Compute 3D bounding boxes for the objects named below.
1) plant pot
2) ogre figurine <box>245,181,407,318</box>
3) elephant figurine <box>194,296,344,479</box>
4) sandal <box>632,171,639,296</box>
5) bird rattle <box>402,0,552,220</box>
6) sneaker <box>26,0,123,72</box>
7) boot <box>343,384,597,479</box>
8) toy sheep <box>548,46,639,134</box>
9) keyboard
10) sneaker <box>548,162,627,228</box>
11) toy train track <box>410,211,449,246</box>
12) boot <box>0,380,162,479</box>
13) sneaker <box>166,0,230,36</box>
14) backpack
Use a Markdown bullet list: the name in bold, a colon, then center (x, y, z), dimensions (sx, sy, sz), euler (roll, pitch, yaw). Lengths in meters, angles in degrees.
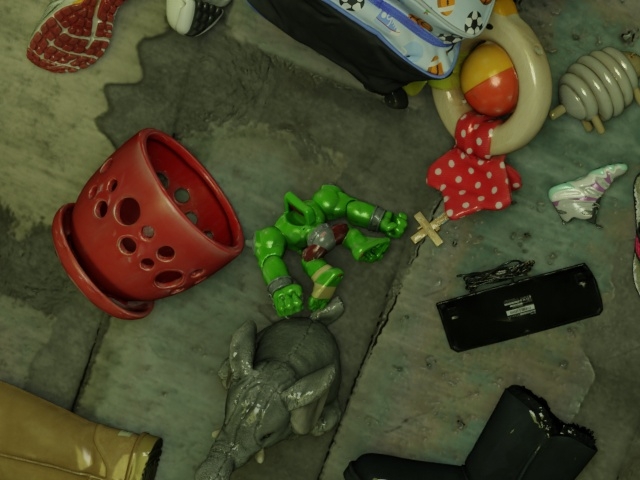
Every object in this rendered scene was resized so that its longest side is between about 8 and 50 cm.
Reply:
- **plant pot**: center (-0.215, -0.015, 1.456), dimensions (0.174, 0.191, 0.191), euler (-34, 84, 15)
- **ogre figurine**: center (0.000, 0.000, 1.453), dimensions (0.197, 0.097, 0.118), euler (-43, 66, -4)
- **elephant figurine**: center (-0.054, 0.177, 1.396), dimensions (0.169, 0.239, 0.186), euler (-13, 88, 10)
- **sandal**: center (0.398, 0.003, 1.414), dimensions (0.067, 0.040, 0.179), euler (-7, 89, 10)
- **bird rattle**: center (0.176, -0.161, 1.371), dimensions (0.207, 0.143, 0.254), euler (-34, 67, 53)
- **sneaker**: center (-0.293, -0.305, 1.527), dimensions (0.225, 0.088, 0.093), euler (-45, 39, 18)
- **boot**: center (0.178, 0.256, 1.426), dimensions (0.246, 0.094, 0.207), euler (28, 99, 2)
- **toy sheep**: center (0.323, -0.176, 1.406), dimensions (0.132, 0.091, 0.091), euler (-34, 84, -10)
- **keyboard**: center (0.237, 0.066, 1.455), dimensions (0.192, 0.038, 0.100), euler (-16, 111, 9)
- **sneaker**: center (0.327, -0.048, 1.431), dimensions (0.098, 0.038, 0.069), euler (-23, 88, 19)
- **toy train track**: center (0.147, -0.024, 1.475), dimensions (0.083, 0.014, 0.048), euler (-36, 77, 3)
- **boot**: center (-0.354, 0.317, 1.536), dimensions (0.269, 0.089, 0.236), euler (14, 82, 10)
- **sneaker**: center (-0.165, -0.396, 1.494), dimensions (0.118, 0.110, 0.292), euler (4, 86, 22)
- **backpack**: center (0.070, -0.319, 1.254), dimensions (0.213, 0.276, 0.263), euler (-10, 58, 46)
